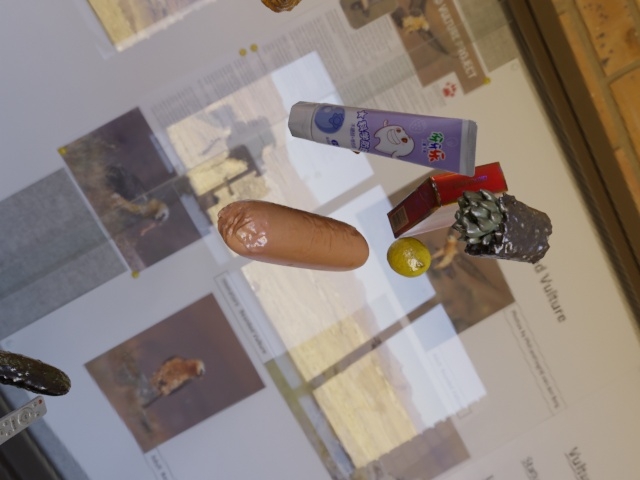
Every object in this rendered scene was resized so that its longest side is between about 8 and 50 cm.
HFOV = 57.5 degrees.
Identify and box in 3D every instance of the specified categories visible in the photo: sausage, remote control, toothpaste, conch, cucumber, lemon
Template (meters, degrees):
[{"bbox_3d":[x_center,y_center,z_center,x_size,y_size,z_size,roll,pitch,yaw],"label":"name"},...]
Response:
[{"bbox_3d":[-0.029,-0.003,0.837,0.289,0.086,0.086,10,44,-53],"label":"sausage"},{"bbox_3d":[-0.672,0.398,1.255,0.184,0.027,0.050,-34,119,-61],"label":"remote control"},{"bbox_3d":[0.116,-0.208,1.121,0.371,0.080,0.125,14,-41,21],"label":"toothpaste"},{"bbox_3d":[-0.083,-0.562,1.241,0.330,0.109,0.093,-100,171,-47],"label":"conch"},{"bbox_3d":[-0.667,0.272,1.237,0.072,0.081,0.303,10,-12,45],"label":"cucumber"},{"bbox_3d":[0.235,0.044,1.569,0.133,0.109,0.109,31,-23,45],"label":"lemon"}]

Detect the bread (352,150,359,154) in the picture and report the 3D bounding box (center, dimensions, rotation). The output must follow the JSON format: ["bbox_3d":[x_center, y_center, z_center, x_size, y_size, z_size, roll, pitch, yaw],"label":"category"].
[{"bbox_3d":[0.077,-0.298,1.641,0.094,0.035,0.090,31,38,-33],"label":"bread"}]

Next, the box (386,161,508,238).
[{"bbox_3d":[0.324,-0.100,1.543,0.313,0.197,0.089,135,-58,-71],"label":"box"}]

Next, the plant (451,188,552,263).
[{"bbox_3d":[0.350,-0.025,1.162,0.132,0.194,0.129,166,-61,-72],"label":"plant"}]
